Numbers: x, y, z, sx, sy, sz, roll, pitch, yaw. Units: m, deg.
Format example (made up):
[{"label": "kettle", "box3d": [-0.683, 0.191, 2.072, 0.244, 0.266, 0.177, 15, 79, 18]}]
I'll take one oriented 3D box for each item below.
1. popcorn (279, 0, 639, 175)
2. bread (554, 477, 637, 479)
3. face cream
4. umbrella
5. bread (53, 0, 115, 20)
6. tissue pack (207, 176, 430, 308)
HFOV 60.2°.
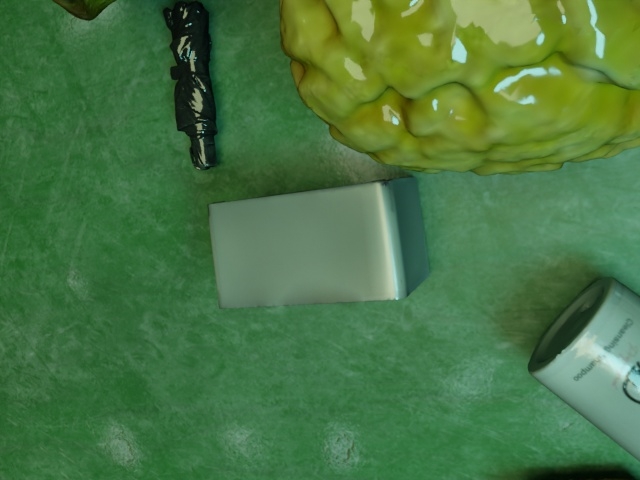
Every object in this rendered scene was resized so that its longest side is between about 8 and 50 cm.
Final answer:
[{"label": "popcorn", "box3d": [0.161, -0.232, 0.496, 0.390, 0.354, 0.344, -4, 100, -22]}, {"label": "bread", "box3d": [0.364, 0.478, 0.673, 0.185, 0.109, 0.380, -12, 96, 19]}, {"label": "face cream", "box3d": [0.418, 0.205, 0.581, 0.369, 0.145, 0.145, 38, 110, 13]}, {"label": "umbrella", "box3d": [-0.180, -0.220, 0.800, 0.066, 0.059, 0.236, -2, 97, 40]}, {"label": "bread", "box3d": [-0.274, -0.471, 0.628, 0.215, 0.398, 0.398, -9, 96, 9]}, {"label": "tissue pack", "box3d": [-0.001, 0.000, 0.711, 0.246, 0.159, 0.136, -6, 95, 24]}]
